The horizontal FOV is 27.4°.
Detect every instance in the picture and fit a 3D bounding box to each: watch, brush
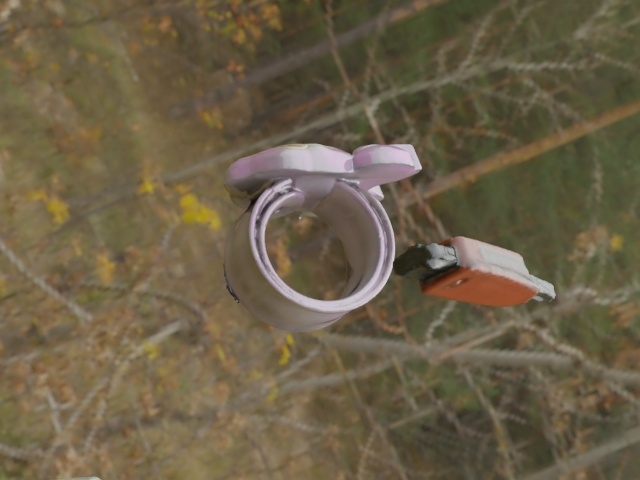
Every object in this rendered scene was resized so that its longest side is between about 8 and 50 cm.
[{"bbox_3d":[0.000,0.000,1.651,0.211,0.248,0.218,144,-58,-60],"label":"watch"},{"bbox_3d":[0.174,0.035,1.410,0.323,0.070,0.051,17,50,-55],"label":"brush"}]

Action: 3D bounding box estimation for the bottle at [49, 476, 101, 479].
[{"bbox_3d":[-0.368,0.333,1.515,0.104,0.245,0.104,-7,90,-81],"label":"bottle"}]
